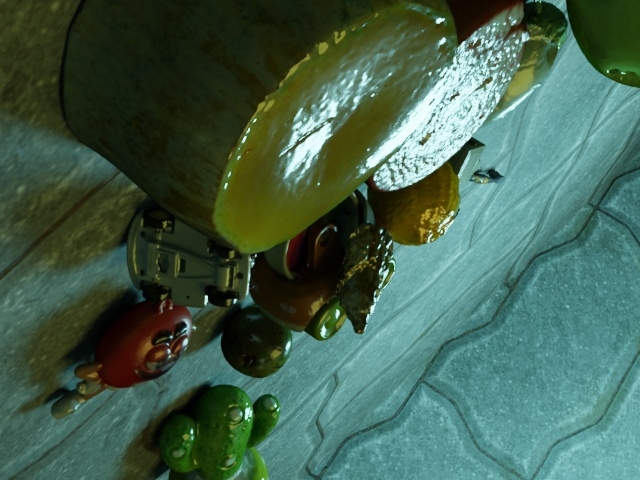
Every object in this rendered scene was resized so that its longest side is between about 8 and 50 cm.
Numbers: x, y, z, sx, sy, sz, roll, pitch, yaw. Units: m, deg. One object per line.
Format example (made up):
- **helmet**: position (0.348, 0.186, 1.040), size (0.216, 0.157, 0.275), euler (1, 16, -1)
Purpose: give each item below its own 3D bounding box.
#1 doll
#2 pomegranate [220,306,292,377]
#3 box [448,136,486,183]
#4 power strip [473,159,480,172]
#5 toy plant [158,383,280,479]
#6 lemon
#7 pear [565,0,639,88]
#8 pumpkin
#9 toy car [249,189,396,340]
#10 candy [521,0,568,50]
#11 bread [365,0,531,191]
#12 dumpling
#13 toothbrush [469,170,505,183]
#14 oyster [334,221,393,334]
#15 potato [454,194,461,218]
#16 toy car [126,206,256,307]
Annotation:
- **doll**: position (-0.224, 0.139, 1.261), size (0.217, 0.085, 0.183), euler (-46, 165, 31)
- **pomegranate**: position (-0.093, 0.147, 1.587), size (0.114, 0.114, 0.142), euler (-57, -175, 30)
- **box**: position (0.262, -0.147, 1.876), size (0.079, 0.035, 0.083), euler (-20, 138, -57)
- **power strip**: position (0.273, -0.136, 1.959), size (0.090, 0.016, 0.040), euler (-39, 134, -23)
- **toy plant**: position (-0.175, 0.376, 1.809), size (0.224, 0.184, 0.316), euler (-20, 143, -22)
- **lemon**: position (0.141, -0.077, 1.558), size (0.142, 0.142, 0.187), euler (107, -12, -57)
- **pear**: position (0.491, -0.364, 1.451), size (0.238, 0.342, 0.318), euler (-75, -176, -45)
- **pumpkin**: position (-0.030, -0.148, 0.880), size (0.332, 0.199, 0.332), euler (-44, 162, -19)
- **toy car**: position (0.000, 0.000, 1.441), size (0.235, 0.145, 0.235), euler (-37, 144, -33)
- **candy**: position (0.314, -0.370, 1.466), size (0.093, 0.092, 0.335), euler (-26, 153, -2)
- **bread**: position (0.133, -0.202, 1.298), size (0.295, 0.114, 0.327), euler (-46, 163, -3)
- **dumpling**: position (0.240, -0.253, 1.510), size (0.217, 0.149, 0.105), euler (-39, -159, 31)
- **toothbrush**: position (0.330, -0.130, 2.115), size (0.023, 0.031, 0.321), euler (-55, 162, 18)
- **oyster**: position (0.060, 0.042, 1.415), size (0.146, 0.121, 0.045), euler (-41, -160, -30)
- **potato**: position (0.211, -0.060, 1.899), size (0.107, 0.080, 0.170), euler (-62, 160, 6)
- **toy car**: position (-0.131, 0.008, 1.122), size (0.112, 0.139, 0.112), euler (-56, 157, -60)
